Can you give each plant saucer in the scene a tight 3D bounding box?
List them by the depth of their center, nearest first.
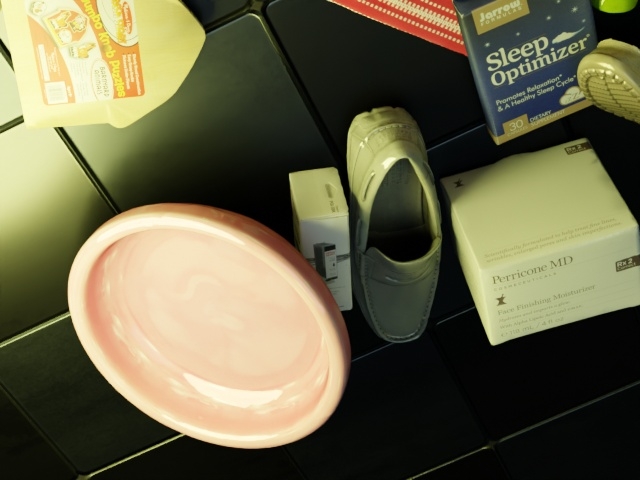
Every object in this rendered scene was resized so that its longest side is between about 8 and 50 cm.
[{"bbox_3d":[-0.117,0.087,1.391,0.332,0.084,0.332,12,130,15],"label":"plant saucer"}]

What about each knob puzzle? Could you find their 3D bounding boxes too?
[{"bbox_3d":[-0.214,-0.203,1.254,0.213,0.030,0.213,-5,126,-7],"label":"knob puzzle"}]

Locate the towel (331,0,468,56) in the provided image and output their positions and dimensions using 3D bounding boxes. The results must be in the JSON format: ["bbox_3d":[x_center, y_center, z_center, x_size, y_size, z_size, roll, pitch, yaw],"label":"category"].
[{"bbox_3d":[0.147,-0.325,1.233,0.198,0.031,0.275,17,123,-24],"label":"towel"}]

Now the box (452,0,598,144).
[{"bbox_3d":[0.221,-0.213,1.306,0.136,0.036,0.225,-23,133,2],"label":"box"}]

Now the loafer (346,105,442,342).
[{"bbox_3d":[0.083,0.002,1.410,0.112,0.111,0.320,-14,128,-5],"label":"loafer"}]

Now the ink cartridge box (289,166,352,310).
[{"bbox_3d":[0.000,0.000,1.402,0.056,0.099,0.135,-7,126,-5],"label":"ink cartridge box"}]

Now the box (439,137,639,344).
[{"bbox_3d":[0.247,-0.002,1.396,0.180,0.182,0.119,-16,128,1],"label":"box"}]

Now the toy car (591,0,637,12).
[{"bbox_3d":[0.355,-0.274,1.211,0.148,0.188,0.155,-5,127,-7],"label":"toy car"}]

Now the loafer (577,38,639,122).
[{"bbox_3d":[0.373,-0.167,1.344,0.268,0.102,0.092,21,89,-46],"label":"loafer"}]

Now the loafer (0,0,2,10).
[{"bbox_3d":[-0.374,-0.245,1.178,0.148,0.050,0.056,25,118,-26],"label":"loafer"}]
